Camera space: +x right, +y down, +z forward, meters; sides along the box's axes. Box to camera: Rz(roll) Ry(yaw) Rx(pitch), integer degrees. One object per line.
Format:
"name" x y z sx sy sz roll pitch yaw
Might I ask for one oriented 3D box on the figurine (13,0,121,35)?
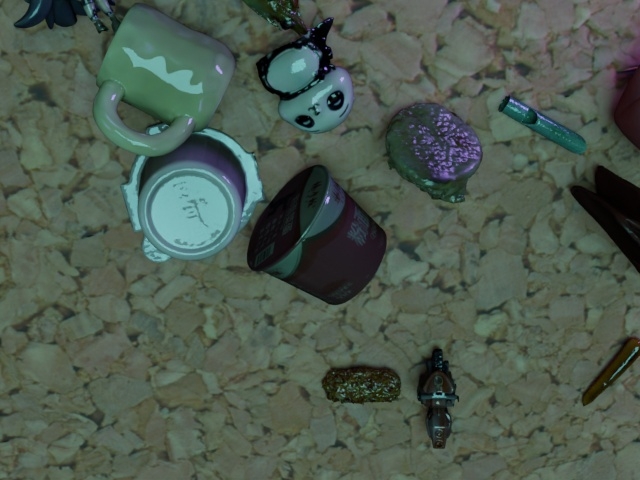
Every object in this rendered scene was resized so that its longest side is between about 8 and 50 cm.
"figurine" -0.448 -0.471 1.466 0.197 0.175 0.265 -5 101 2

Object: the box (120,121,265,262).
"box" -0.252 -0.060 1.593 0.262 0.206 0.291 33 100 -14

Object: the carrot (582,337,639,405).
"carrot" 0.620 0.283 1.866 0.037 0.037 0.190 35 103 -14

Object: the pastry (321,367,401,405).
"pastry" 0.087 0.307 1.815 0.169 0.063 0.087 -3 111 -4

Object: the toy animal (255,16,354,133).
"toy animal" -0.011 -0.284 1.575 0.166 0.138 0.179 -24 104 21

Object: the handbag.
"handbag" 0.616 -0.003 1.656 0.084 0.260 0.275 -40 108 6

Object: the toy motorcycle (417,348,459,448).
"toy motorcycle" 0.242 0.335 1.808 0.084 0.118 0.212 -1 109 6

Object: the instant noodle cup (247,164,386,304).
"instant noodle cup" 0.000 0.000 1.635 0.178 0.235 0.235 35 102 -24

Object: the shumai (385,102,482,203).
"shumai" 0.207 -0.155 1.653 0.201 0.201 0.120 12 147 -8

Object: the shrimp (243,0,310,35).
"shrimp" -0.097 -0.475 1.550 0.145 0.061 0.267 -38 105 -2

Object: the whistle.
"whistle" 0.430 -0.221 1.685 0.186 0.039 0.039 27 104 -13

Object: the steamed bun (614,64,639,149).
"steamed bun" 0.677 -0.246 1.581 0.309 0.309 0.309 -1 108 -4

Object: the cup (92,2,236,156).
"cup" -0.269 -0.273 1.497 0.202 0.255 0.173 26 124 -11
